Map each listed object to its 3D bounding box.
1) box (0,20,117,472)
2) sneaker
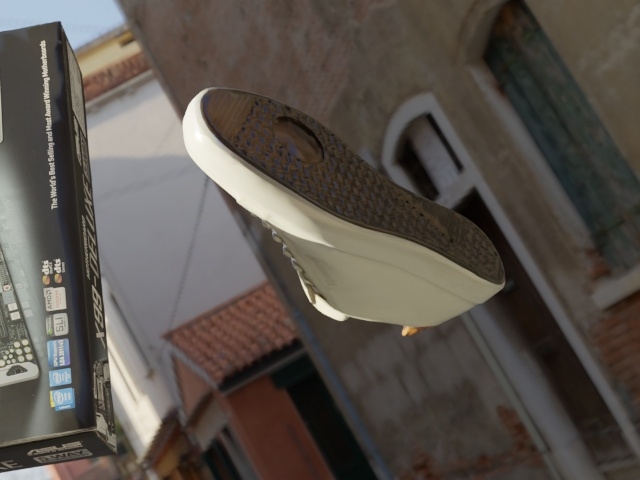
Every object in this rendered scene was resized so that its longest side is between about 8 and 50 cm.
[{"bbox_3d":[-0.278,0.011,0.765,0.242,0.307,0.076,-8,-23,-2],"label":"box"},{"bbox_3d":[0.000,0.000,0.815,0.290,0.106,0.123,31,-55,-31],"label":"sneaker"}]
